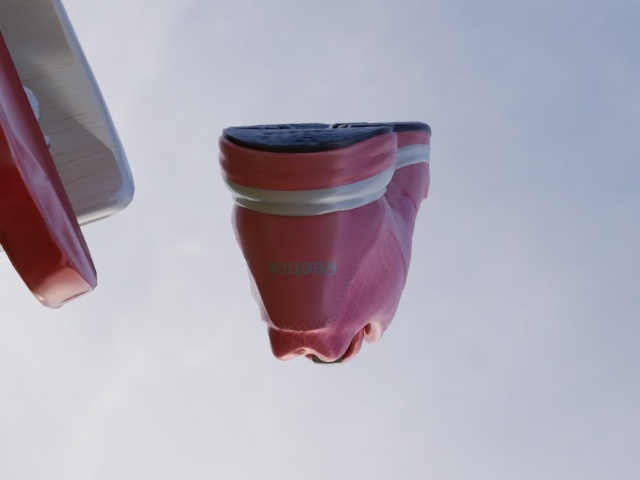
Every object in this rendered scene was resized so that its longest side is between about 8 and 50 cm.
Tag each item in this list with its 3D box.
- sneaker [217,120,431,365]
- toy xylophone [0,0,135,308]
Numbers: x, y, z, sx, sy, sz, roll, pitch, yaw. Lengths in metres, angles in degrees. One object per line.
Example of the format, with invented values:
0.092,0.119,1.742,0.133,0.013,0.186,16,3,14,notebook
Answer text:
-0.001,0.000,1.108,0.116,0.314,0.136,0,-86,9,sneaker
-0.121,-0.081,0.355,0.236,0.081,0.323,64,0,24,toy xylophone
